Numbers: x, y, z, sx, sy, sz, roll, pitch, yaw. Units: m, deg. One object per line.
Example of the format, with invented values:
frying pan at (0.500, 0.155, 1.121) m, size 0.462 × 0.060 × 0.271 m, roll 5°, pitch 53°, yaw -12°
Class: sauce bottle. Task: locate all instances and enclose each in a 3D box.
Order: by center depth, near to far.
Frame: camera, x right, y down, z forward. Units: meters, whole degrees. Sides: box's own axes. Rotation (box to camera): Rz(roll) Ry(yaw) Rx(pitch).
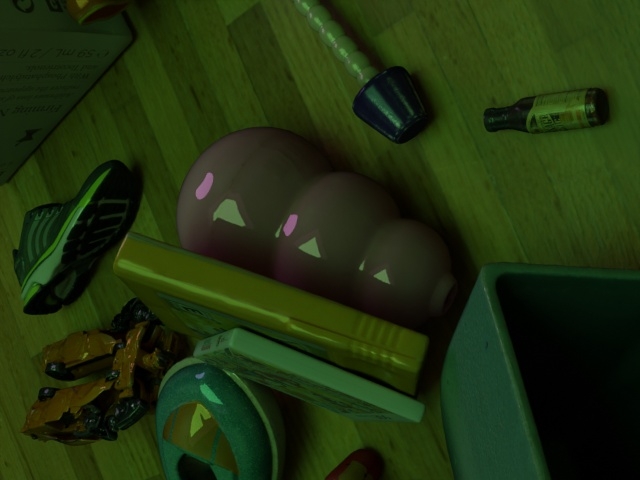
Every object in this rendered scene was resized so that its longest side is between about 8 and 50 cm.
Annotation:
sauce bottle at (0.233, -0.132, 1.044) m, size 0.128 × 0.042 × 0.042 m, roll -5°, pitch 95°, yaw 38°

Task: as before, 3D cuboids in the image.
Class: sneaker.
sneaker at (-0.375, -0.020, 1.459) m, size 0.300 × 0.111 × 0.121 m, roll -47°, pitch 67°, yaw 29°

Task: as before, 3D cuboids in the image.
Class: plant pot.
plant pot at (0.242, 0.196, 0.943) m, size 0.252 × 0.247 × 0.248 m, roll 113°, pitch 154°, yaw -49°

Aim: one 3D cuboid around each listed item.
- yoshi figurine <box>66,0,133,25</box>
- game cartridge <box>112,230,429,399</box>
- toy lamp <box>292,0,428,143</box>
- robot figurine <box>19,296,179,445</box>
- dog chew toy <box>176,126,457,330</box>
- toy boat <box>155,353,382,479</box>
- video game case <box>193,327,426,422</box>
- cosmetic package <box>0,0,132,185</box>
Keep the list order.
yoshi figurine at (-0.325, -0.464, 1.233) m, size 0.362 × 0.203 × 0.203 m, roll 64°, pitch 154°, yaw -4°
game cartridge at (-0.043, 0.101, 1.097) m, size 0.323 × 0.285 × 0.053 m, roll 20°, pitch 75°, yaw 10°
toy lamp at (0.023, -0.225, 1.155) m, size 0.275 × 0.080 × 0.080 m, roll 51°, pitch 122°, yaw 18°
robot figurine at (-0.309, 0.197, 1.429) m, size 0.291 × 0.085 × 0.211 m, roll -17°, pitch 52°, yaw 37°
dog chew toy at (0.000, 0.000, 1.143) m, size 0.331 × 0.206 × 0.207 m, roll 24°, pitch 111°, yaw 22°
toy boat at (-0.085, 0.278, 1.255) m, size 0.318 × 0.148 × 0.268 m, roll 15°, pitch 123°, yaw 27°
video game case at (-0.020, 0.158, 1.134) m, size 0.026 × 0.226 × 0.206 m, roll -70°, pitch 13°, yaw -15°
cosmetic package at (-0.547, -0.296, 1.394) m, size 0.393 × 0.329 × 0.327 m, roll -37°, pitch 77°, yaw 35°
